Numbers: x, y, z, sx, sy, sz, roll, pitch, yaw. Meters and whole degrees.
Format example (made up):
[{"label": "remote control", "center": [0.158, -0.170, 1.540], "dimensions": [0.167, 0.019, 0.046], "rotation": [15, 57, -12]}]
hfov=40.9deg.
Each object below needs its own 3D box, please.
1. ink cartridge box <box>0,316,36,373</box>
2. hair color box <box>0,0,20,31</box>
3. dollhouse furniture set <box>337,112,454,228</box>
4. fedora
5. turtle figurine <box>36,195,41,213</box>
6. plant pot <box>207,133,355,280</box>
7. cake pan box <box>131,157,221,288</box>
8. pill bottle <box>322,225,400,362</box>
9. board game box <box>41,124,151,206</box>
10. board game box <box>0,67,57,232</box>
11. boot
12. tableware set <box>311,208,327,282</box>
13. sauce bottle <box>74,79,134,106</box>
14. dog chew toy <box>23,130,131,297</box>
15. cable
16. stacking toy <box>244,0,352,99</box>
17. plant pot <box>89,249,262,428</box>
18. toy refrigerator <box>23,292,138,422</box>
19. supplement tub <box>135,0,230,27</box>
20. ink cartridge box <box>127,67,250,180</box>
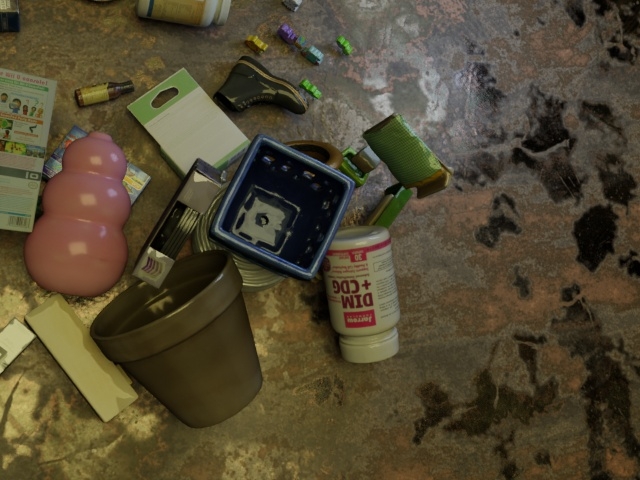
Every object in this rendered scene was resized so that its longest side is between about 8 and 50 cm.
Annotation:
[{"label": "ink cartridge box", "center": [-0.653, 0.240, 1.714], "dimensions": [0.060, 0.104, 0.180], "rotation": [44, 71, -8]}, {"label": "hair color box", "center": [-0.815, -0.532, 1.788], "dimensions": [0.347, 0.105, 0.174], "rotation": [-6, 82, -19]}, {"label": "dollhouse furniture set", "center": [0.133, -0.133, 1.934], "dimensions": [0.197, 0.301, 0.151], "rotation": [43, 68, -10]}, {"label": "fedora", "center": [-0.037, -0.165, 1.976], "dimensions": [0.194, 0.194, 0.079], "rotation": [-15, 123, -20]}, {"label": "turtle figurine", "center": [-0.690, -0.116, 1.745], "dimensions": [0.234, 0.118, 0.175], "rotation": [1, 109, -24]}, {"label": "plant pot", "center": [-0.097, -0.056, 1.795], "dimensions": [0.236, 0.212, 0.236], "rotation": [27, 77, -12]}, {"label": "cake pan box", "center": [-0.291, -0.043, 1.761], "dimensions": [0.070, 0.267, 0.246], "rotation": [29, 95, -11]}, {"label": "pill bottle", "center": [0.093, 0.119, 1.928], "dimensions": [0.160, 0.160, 0.283], "rotation": [-14, 103, -20]}, {"label": "board game box", "center": [-0.489, -0.138, 1.869], "dimensions": [0.201, 0.035, 0.136], "rotation": [36, 72, -10]}, {"label": "board game box", "center": [-0.648, -0.182, 1.638], "dimensions": [0.224, 0.097, 0.303], "rotation": [9, 95, -36]}, {"label": "boot", "center": [-0.139, -0.321, 1.987], "dimensions": [0.198, 0.077, 0.137], "rotation": [32, 60, 3]}, {"label": "tableware set", "center": [0.000, 0.000, 1.967], "dimensions": [0.128, 0.039, 0.194], "rotation": [15, 73, -61]}, {"label": "sauce bottle", "center": [-0.478, -0.329, 1.902], "dimensions": [0.128, 0.042, 0.042], "rotation": [-18, 87, -23]}, {"label": "dog chew toy", "center": [-0.481, -0.056, 1.748], "dimensions": [0.206, 0.206, 0.332], "rotation": [11, 87, -17]}, {"label": "cable", "center": [-0.159, -0.014, 1.930], "dimensions": [0.257, 0.089, 0.257], "rotation": [32, 72, -11]}, {"label": "stacking toy", "center": [-0.048, -0.468, 2.068], "dimensions": [0.221, 0.052, 0.167], "rotation": [39, 73, -11]}, {"label": "plant pot", "center": [-0.265, 0.218, 1.767], "dimensions": [0.323, 0.323, 0.280], "rotation": [-34, 110, -20]}, {"label": "toy refrigerator", "center": [-0.491, 0.240, 1.770], "dimensions": [0.094, 0.102, 0.269], "rotation": [-37, 93, -20]}, {"label": "supplement tub", "center": [-0.310, -0.563, 1.942], "dimensions": [0.199, 0.144, 0.144], "rotation": [6, 79, -18]}, {"label": "ink cartridge box", "center": [-0.298, -0.251, 1.943], "dimensions": [0.171, 0.056, 0.235], "rotation": [-40, 83, -21]}]
